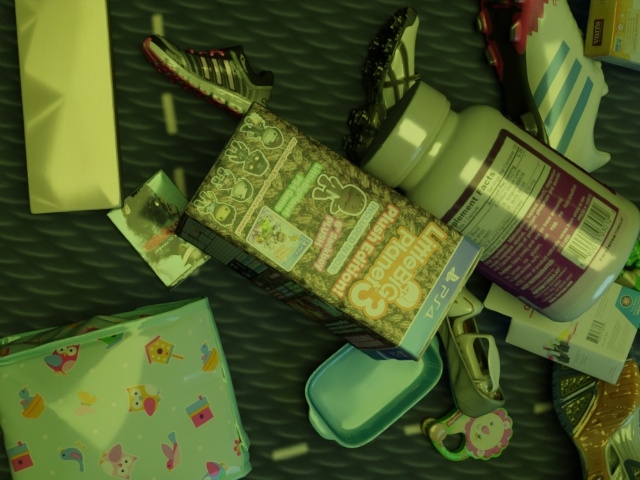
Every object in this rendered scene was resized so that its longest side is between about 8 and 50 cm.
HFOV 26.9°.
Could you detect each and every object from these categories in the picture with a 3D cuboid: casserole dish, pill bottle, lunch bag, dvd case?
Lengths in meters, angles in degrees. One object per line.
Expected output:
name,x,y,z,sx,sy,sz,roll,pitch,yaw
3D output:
casserole dish,0.062,0.168,1.637,0.188,0.037,0.114,-39,99,-11
pill bottle,0.201,-0.050,1.542,0.301,0.169,0.169,34,83,-6
lunch bag,-0.222,0.191,1.505,0.262,0.160,0.223,-14,94,-8
dvd case,-0.183,-0.012,1.584,0.087,0.013,0.119,-40,100,-10

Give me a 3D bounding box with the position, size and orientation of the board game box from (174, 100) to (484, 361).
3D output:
board game box,0.000,0.000,1.487,0.291,0.232,0.141,33,81,-5

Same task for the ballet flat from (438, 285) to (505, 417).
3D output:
ballet flat,0.176,0.107,1.627,0.072,0.068,0.213,-6,77,-51

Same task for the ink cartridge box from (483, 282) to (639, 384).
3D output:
ink cartridge box,0.297,0.089,1.644,0.181,0.062,0.104,22,58,12

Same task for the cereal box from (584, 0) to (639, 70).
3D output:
cereal box,0.430,-0.293,1.668,0.240,0.047,0.173,6,90,-38

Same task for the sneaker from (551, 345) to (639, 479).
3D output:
sneaker,0.362,0.245,1.688,0.111,0.131,0.297,-11,72,14

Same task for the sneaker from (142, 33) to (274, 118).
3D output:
sneaker,-0.126,-0.204,1.570,0.170,0.063,0.075,29,85,-18

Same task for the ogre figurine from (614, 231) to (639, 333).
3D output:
ogre figurine,0.427,0.042,1.688,0.197,0.097,0.118,50,64,-20

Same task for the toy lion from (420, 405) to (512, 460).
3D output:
toy lion,0.189,0.238,1.675,0.100,0.034,0.096,-39,107,-10

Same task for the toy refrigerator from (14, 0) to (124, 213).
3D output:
toy refrigerator,-0.283,-0.167,1.516,0.102,0.094,0.270,-5,91,-6

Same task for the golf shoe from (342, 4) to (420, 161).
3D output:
golf shoe,0.096,-0.183,1.623,0.093,0.077,0.198,15,98,-17

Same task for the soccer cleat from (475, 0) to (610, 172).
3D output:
soccer cleat,0.281,-0.231,1.655,0.143,0.116,0.331,-11,99,-24
